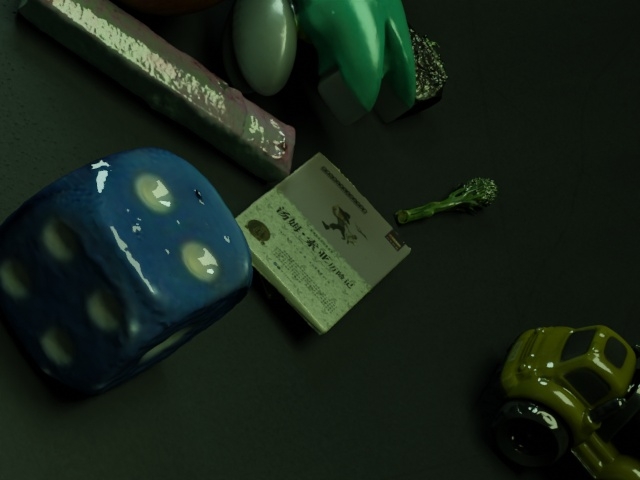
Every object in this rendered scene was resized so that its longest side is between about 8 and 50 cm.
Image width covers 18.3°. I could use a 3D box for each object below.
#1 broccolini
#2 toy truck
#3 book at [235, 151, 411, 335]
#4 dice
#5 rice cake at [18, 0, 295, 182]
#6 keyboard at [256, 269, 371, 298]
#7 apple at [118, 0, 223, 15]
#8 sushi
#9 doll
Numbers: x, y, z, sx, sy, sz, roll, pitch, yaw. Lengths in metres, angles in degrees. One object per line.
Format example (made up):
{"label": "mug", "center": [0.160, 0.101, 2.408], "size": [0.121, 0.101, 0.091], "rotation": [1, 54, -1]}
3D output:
{"label": "broccolini", "center": [0.119, -0.039, 1.906], "size": [0.140, 0.030, 0.035], "rotation": [-13, 64, -44]}
{"label": "toy truck", "center": [0.275, 0.162, 1.803], "size": [0.224, 0.165, 0.147], "rotation": [45, 41, -11]}
{"label": "book", "center": [0.000, 0.000, 1.744], "size": [0.127, 0.014, 0.181], "rotation": [46, 36, 2]}
{"label": "dice", "center": [-0.150, 0.021, 1.496], "size": [0.143, 0.146, 0.146], "rotation": [-22, 79, -52]}
{"label": "rice cake", "center": [-0.135, -0.152, 1.710], "size": [0.290, 0.051, 0.081], "rotation": [35, 39, -23]}
{"label": "keyboard", "center": [-0.007, 0.027, 1.739], "size": [0.129, 0.015, 0.049], "rotation": [-2, 59, -46]}
{"label": "apple", "center": [-0.128, -0.298, 1.716], "size": [0.209, 0.164, 0.209], "rotation": [51, 24, -33]}
{"label": "sushi", "center": [0.084, -0.168, 1.936], "size": [0.084, 0.056, 0.083], "rotation": [-18, 76, -49]}
{"label": "doll", "center": [0.009, -0.218, 1.826], "size": [0.195, 0.153, 0.258], "rotation": [20, 57, -27]}
